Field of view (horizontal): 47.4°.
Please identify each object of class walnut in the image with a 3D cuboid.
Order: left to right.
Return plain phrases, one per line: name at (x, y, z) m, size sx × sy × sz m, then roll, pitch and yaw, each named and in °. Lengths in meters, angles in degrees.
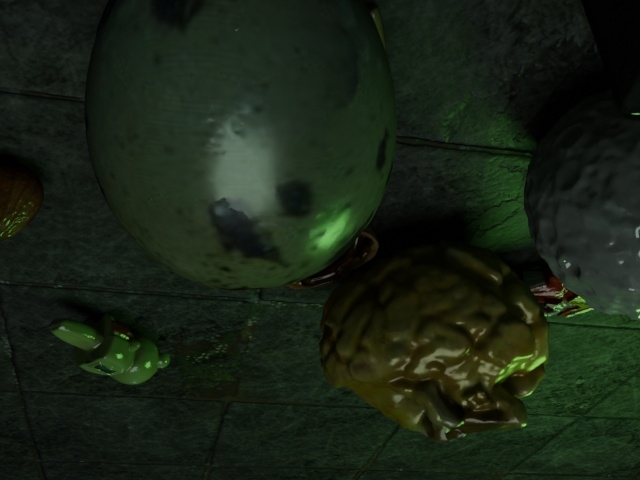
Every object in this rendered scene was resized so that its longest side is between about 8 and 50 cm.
walnut at (-0.001, -0.001, 1.229) m, size 0.167 × 0.087 × 0.211 m, roll 12°, pitch 144°, yaw -31°

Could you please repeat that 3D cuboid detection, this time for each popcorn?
popcorn at (0.203, 0.166, 1.295) m, size 0.390 × 0.354 × 0.344 m, roll 28°, pitch -175°, yaw 11°

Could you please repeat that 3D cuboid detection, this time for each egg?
egg at (-0.088, -0.138, 0.812) m, size 0.345 × 0.345 × 0.428 m, roll -5°, pitch 137°, yaw 3°

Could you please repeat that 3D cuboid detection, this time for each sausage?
sausage at (0.074, -0.246, 0.945) m, size 0.024 × 0.024 × 0.132 m, roll -9°, pitch 143°, yaw 8°

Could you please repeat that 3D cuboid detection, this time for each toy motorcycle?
toy motorcycle at (0.479, 0.077, 1.376) m, size 0.298 × 0.089 × 0.171 m, roll -21°, pitch 140°, yaw 24°

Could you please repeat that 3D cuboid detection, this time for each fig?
fig at (-0.465, -0.049, 1.091) m, size 0.119 × 0.153 × 0.119 m, roll -27°, pitch 149°, yaw -18°

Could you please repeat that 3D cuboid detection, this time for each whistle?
whistle at (-0.430, 0.219, 1.489) m, size 0.131 × 0.106 × 0.288 m, roll -19°, pitch 143°, yaw 25°

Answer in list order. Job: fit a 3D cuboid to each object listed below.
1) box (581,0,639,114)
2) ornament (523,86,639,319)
box at (0.411, -0.322, 0.673) m, size 0.204 × 0.251 × 0.345 m, roll 1°, pitch 146°, yaw -6°
ornament at (0.458, -0.049, 1.008) m, size 0.337 × 0.337 × 0.337 m, roll -2°, pitch 145°, yaw -1°
